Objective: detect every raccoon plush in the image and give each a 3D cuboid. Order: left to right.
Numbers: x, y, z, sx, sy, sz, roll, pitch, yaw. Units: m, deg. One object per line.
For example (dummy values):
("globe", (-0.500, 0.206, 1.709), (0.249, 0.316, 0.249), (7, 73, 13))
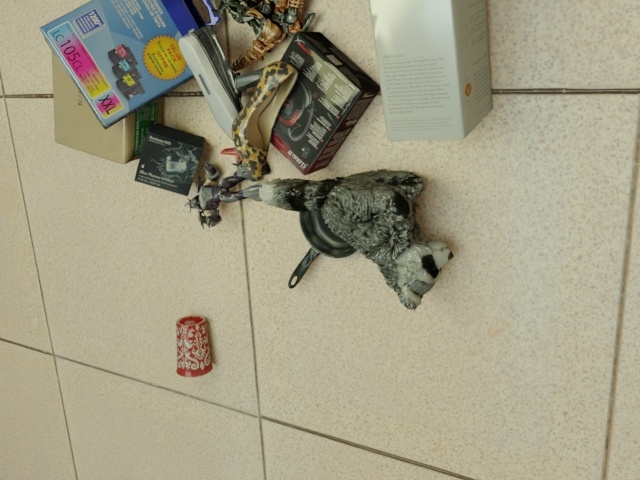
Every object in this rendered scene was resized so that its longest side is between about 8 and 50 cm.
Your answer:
("raccoon plush", (0.090, -0.006, 1.502), (0.446, 0.216, 0.299), (7, 114, 29))

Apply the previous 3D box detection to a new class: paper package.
("paper package", (-0.614, -0.418, 1.813), (0.309, 0.168, 0.325), (19, 114, 25))

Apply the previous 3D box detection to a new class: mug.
("mug", (-0.419, 0.329, 1.980), (0.150, 0.113, 0.169), (6, 106, 28))

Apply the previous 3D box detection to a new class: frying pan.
("frying pan", (0.026, 0.007, 1.635), (0.197, 0.053, 0.326), (20, 117, 24))

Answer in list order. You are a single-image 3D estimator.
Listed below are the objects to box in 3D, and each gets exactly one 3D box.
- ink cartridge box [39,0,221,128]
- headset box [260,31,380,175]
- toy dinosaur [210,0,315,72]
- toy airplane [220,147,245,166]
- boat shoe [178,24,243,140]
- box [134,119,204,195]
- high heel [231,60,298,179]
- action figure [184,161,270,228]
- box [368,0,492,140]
("ink cartridge box", (-0.449, -0.499, 1.578), (0.270, 0.395, 0.151), (59, 166, -18))
("headset box", (-0.029, -0.320, 1.522), (0.218, 0.110, 0.293), (44, 123, 12))
("toy dinosaur", (-0.137, -0.542, 1.500), (0.218, 0.164, 0.322), (39, 104, -3))
("toy airplane", (-0.190, -0.251, 1.647), (0.151, 0.151, 0.028), (2, 146, 31))
("boat shoe", (-0.237, -0.383, 1.559), (0.108, 0.102, 0.301), (15, 137, 57))
("box", (-0.424, -0.229, 1.756), (0.155, 0.093, 0.158), (16, 117, -17))
("high heel", (-0.118, -0.279, 1.461), (0.186, 0.093, 0.261), (-4, 93, 40))
("action figure", (-0.266, -0.138, 1.729), (0.284, 0.099, 0.185), (-17, 79, 26))
("box", (0.226, -0.397, 1.247), (0.168, 0.215, 0.346), (4, 118, 30))
